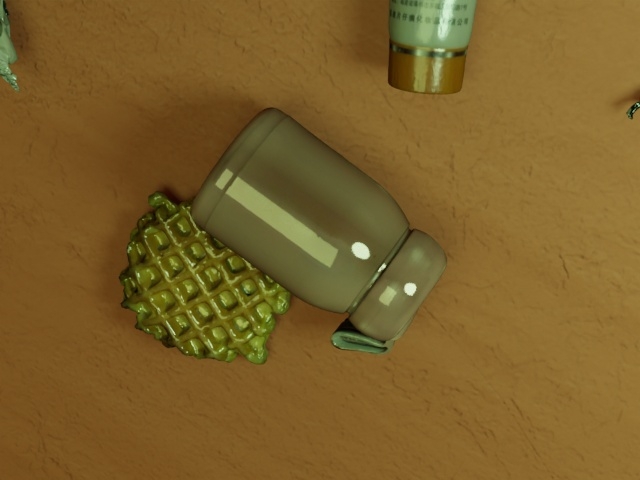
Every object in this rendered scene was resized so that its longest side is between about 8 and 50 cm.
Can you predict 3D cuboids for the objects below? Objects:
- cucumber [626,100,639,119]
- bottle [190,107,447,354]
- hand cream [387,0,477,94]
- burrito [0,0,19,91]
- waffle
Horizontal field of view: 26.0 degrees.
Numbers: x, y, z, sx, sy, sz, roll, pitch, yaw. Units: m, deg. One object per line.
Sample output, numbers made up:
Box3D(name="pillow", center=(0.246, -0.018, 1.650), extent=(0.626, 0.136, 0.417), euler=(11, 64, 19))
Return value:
Box3D(name="cucumber", center=(0.416, -0.158, 1.502), extent=(0.163, 0.043, 0.039), euler=(-4, 153, 26))
Box3D(name="bottle", center=(0.000, 0.000, 1.665), extent=(0.297, 0.173, 0.206), euler=(35, 126, 1))
Box3D(name="hand cream", center=(0.122, -0.320, 1.517), extent=(0.140, 0.089, 0.314), euler=(13, 113, 15))
Box3D(name="burrito", center=(-0.522, -0.364, 1.746), extent=(0.445, 0.101, 0.139), euler=(45, 116, 0))
Box3D(name="waffle", center=(-0.149, 0.048, 1.816), extent=(0.243, 0.059, 0.237), euler=(16, 115, 12))
